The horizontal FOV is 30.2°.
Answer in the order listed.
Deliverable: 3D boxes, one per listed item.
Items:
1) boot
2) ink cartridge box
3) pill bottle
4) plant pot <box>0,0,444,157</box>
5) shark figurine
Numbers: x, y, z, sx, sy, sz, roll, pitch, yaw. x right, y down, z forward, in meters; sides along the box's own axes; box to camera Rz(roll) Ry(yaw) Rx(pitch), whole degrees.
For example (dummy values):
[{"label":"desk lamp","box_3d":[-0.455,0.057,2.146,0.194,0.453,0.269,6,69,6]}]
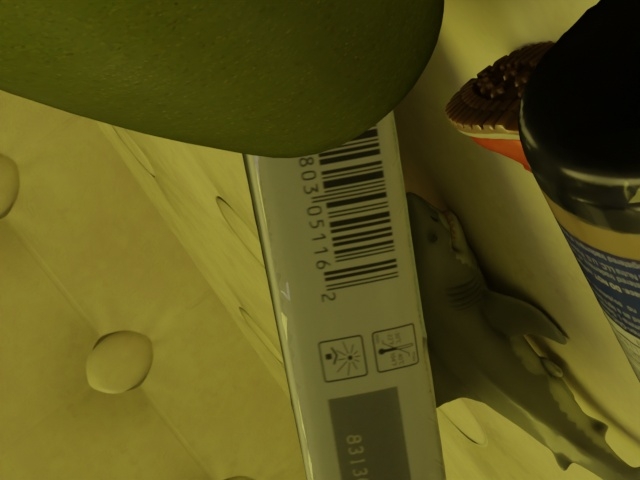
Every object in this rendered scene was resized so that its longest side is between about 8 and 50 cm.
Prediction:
[{"label":"boot","box_3d":[0.117,-0.038,0.527,0.084,0.059,0.158,52,169,-29]},{"label":"ink cartridge box","box_3d":[0.000,0.000,0.846,0.385,0.091,0.308,-107,7,-73]},{"label":"pill bottle","box_3d":[0.157,0.022,0.371,0.219,0.123,0.123,56,168,-30]},{"label":"plant pot","box_3d":[-0.066,-0.156,0.462,0.275,0.275,0.293,44,-177,36]},{"label":"shark figurine","box_3d":[0.123,0.110,0.836,0.278,0.116,0.166,51,171,13]}]
